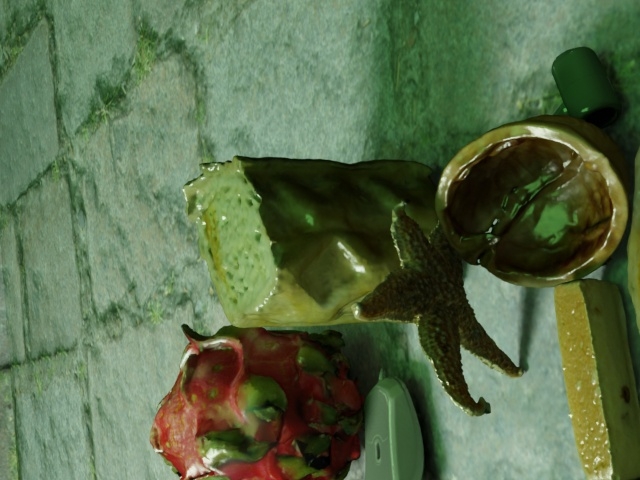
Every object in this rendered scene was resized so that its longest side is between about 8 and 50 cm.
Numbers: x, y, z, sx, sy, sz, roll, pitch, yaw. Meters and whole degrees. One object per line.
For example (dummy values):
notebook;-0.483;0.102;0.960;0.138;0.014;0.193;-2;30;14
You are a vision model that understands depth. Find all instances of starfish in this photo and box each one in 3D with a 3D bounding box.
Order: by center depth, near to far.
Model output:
starfish;0.127;0.060;1.136;0.048;0.295;0.231;-24;101;31

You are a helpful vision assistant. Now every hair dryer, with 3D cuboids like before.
hair dryer;0.234;-0.114;1.114;0.150;0.047;0.071;116;144;-55

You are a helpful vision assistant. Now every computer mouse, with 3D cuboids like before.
computer mouse;0.088;0.239;1.347;0.089;0.056;0.181;-27;61;59

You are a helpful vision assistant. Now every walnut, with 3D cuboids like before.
walnut;0.211;-0.048;1.078;0.167;0.087;0.211;47;140;-4

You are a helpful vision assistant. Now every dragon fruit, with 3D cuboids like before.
dragon fruit;-0.082;0.225;1.448;0.303;0.237;0.231;-28;53;29

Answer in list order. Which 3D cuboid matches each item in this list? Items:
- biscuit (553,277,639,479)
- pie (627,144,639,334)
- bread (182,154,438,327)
biscuit;0.258;0.128;1.051;0.052;0.056;0.188;-24;71;60
pie;0.355;0.002;0.831;0.339;0.077;0.339;-9;78;53
bread;0.003;-0.001;1.296;0.238;0.252;0.196;62;142;34
